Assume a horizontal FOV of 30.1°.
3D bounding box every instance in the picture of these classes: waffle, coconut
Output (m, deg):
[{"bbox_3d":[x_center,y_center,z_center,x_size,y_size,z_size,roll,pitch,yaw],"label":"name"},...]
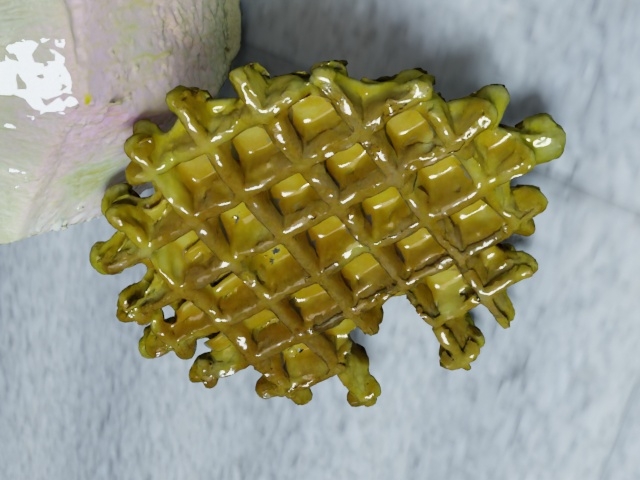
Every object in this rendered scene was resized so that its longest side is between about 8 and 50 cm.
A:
[{"bbox_3d":[0.000,0.000,0.626,0.232,0.051,0.228,10,131,-12],"label":"waffle"},{"bbox_3d":[-0.171,-0.109,0.640,0.233,0.245,0.233,12,115,26],"label":"coconut"}]
